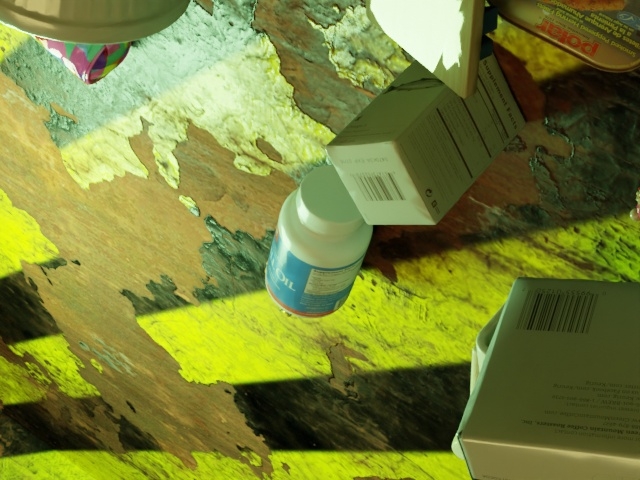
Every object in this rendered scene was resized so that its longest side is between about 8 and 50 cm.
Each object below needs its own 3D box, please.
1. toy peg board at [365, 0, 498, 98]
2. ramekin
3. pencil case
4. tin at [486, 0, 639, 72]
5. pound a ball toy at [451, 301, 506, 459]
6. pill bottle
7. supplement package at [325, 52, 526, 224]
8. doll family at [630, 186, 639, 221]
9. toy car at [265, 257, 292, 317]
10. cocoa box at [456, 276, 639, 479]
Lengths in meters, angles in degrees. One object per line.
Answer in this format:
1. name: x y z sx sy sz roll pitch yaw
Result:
1. toy peg board: 0.121 -0.251 1.087 0.160 0.079 0.161 46 155 34
2. ramekin: -0.269 -0.350 1.289 0.273 0.273 0.127 33 135 18
3. pencil case: -0.373 -0.321 1.586 0.236 0.104 0.104 41 149 2
4. tin: 0.232 -0.227 1.063 0.190 0.040 0.106 33 143 18
5. pound a ball toy: 0.245 0.223 1.486 0.208 0.136 0.319 22 142 32
6. pill bottle: 0.000 0.000 1.512 0.124 0.124 0.221 36 147 13
7. supplement package: 0.112 -0.110 1.200 0.105 0.179 0.105 0 128 49
8. doll family: 0.408 -0.038 1.007 0.263 0.118 0.163 4 125 52
9. toy car: -0.049 0.074 1.735 0.060 0.040 0.122 10 135 42
10. cocoa box: 0.348 0.199 1.135 0.347 0.231 0.228 2 133 27
